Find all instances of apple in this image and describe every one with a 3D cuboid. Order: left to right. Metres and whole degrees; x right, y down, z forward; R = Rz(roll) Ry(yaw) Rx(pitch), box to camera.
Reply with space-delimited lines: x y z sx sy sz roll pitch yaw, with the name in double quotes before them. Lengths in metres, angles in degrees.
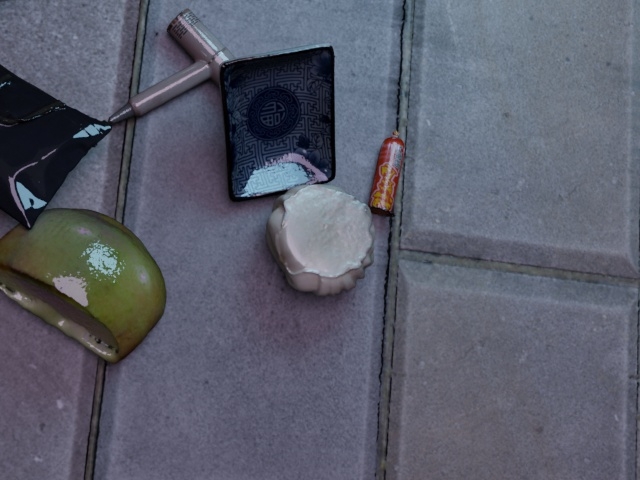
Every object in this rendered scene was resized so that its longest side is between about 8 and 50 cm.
"apple" -0.341 0.039 1.709 0.265 0.120 0.193 36 61 -7

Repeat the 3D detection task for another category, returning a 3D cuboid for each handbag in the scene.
"handbag" -0.467 -0.157 1.719 0.254 0.088 0.211 31 64 9

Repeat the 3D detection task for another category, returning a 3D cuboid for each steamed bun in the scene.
"steamed bun" 0.000 0.000 1.805 0.183 0.106 0.182 4 75 -16

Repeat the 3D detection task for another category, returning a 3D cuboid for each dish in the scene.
"dish" -0.073 -0.193 1.797 0.182 0.080 0.243 -12 126 -16

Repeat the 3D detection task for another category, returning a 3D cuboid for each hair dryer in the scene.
"hair dryer" -0.218 -0.225 1.824 0.195 0.053 0.220 46 73 -2

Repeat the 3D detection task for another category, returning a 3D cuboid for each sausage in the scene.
"sausage" 0.112 -0.111 1.886 0.050 0.048 0.145 5 72 26
